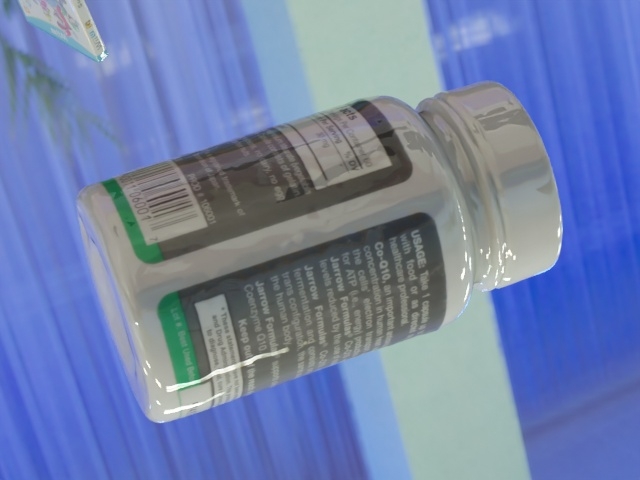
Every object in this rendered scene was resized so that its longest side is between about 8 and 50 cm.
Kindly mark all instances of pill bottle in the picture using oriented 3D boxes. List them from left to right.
[{"bbox_3d":[0.000,0.000,1.281,0.361,0.204,0.204,-18,-157,-13],"label":"pill bottle"}]

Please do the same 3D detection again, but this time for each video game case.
[{"bbox_3d":[-0.255,-0.243,1.397,0.015,0.166,0.119,-42,-131,-21],"label":"video game case"}]
